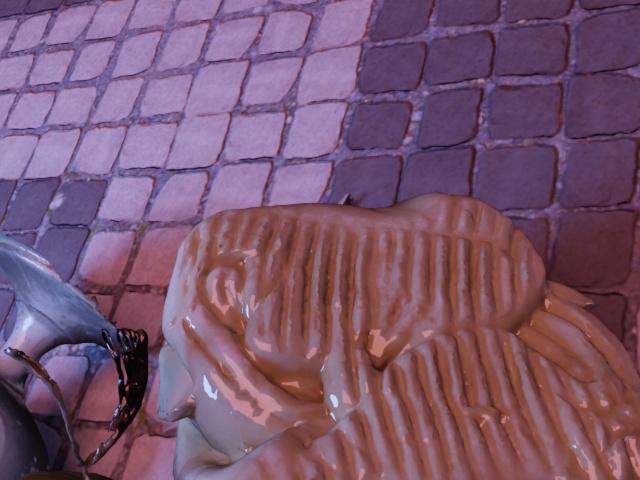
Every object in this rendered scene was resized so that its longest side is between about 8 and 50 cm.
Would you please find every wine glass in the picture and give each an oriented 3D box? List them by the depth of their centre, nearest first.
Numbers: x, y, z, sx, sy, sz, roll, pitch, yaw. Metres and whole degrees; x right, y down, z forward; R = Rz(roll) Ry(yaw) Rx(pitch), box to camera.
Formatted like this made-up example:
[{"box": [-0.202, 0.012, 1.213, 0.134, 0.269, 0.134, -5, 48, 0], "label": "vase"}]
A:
[{"box": [-0.362, 0.176, 0.899, 0.238, 0.238, 0.323, 16, 58, 35], "label": "wine glass"}]

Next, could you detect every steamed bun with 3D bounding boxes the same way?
[{"box": [0.055, 0.146, 0.675, 0.394, 0.237, 0.346, 28, 53, 24], "label": "steamed bun"}]

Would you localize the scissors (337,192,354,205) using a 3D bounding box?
[{"box": [0.000, 0.000, 0.949, 0.058, 0.014, 0.119, 25, 78, 37], "label": "scissors"}]

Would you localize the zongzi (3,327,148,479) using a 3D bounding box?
[{"box": [-0.128, 0.328, 0.561, 0.418, 0.181, 0.447, 33, 78, 17], "label": "zongzi"}]
